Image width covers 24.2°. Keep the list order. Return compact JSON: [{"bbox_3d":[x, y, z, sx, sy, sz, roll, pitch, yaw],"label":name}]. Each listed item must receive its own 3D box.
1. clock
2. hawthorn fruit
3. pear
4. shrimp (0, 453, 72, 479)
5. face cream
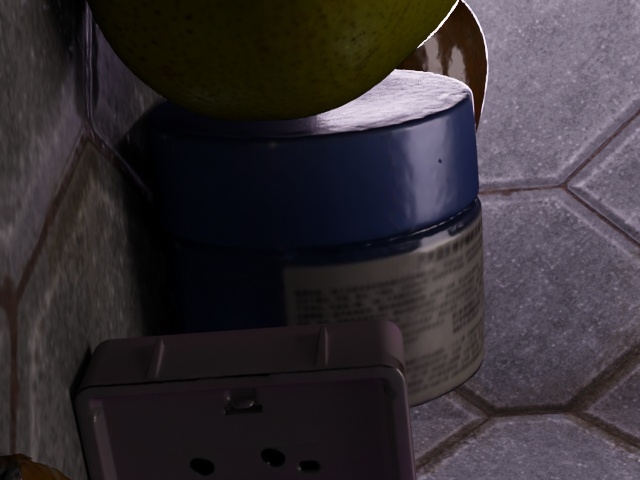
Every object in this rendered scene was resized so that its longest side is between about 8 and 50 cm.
[{"bbox_3d":[-0.041,0.129,0.921,0.063,0.197,0.150,-85,169,-64],"label":"clock"},{"bbox_3d":[0.062,-0.158,1.729,0.268,0.267,0.301,-30,122,-83],"label":"hawthorn fruit"},{"bbox_3d":[-0.027,-0.218,0.962,0.294,0.294,0.294,-4,90,-84],"label":"pear"},{"bbox_3d":[-0.132,0.191,0.749,0.166,0.049,0.161,77,8,-47],"label":"shrimp"},{"bbox_3d":[0.000,0.000,1.141,0.249,0.249,0.225,-72,159,-73],"label":"face cream"}]
